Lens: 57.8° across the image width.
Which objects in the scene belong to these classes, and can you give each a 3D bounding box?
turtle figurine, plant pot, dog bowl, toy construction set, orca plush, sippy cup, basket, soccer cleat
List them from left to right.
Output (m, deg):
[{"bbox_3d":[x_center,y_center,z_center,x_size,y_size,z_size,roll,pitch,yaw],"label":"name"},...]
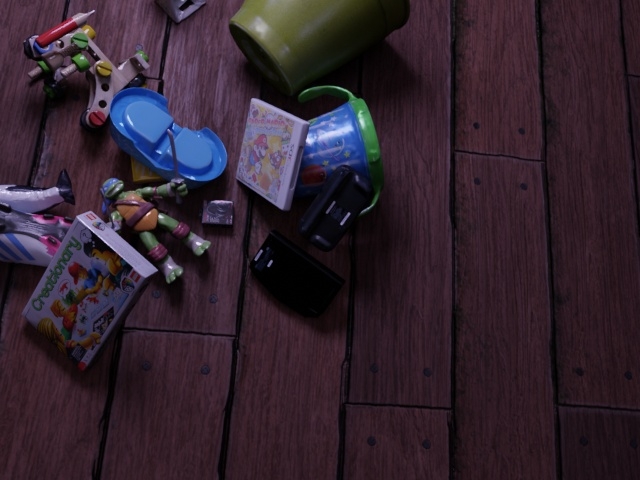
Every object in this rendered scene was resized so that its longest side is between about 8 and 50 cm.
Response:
[{"bbox_3d":[-0.723,-0.112,1.340,0.287,0.151,0.102,-23,45,-3],"label":"orca plush"},{"bbox_3d":[-0.650,0.004,1.324,0.331,0.143,0.116,22,46,-24],"label":"soccer cleat"},{"bbox_3d":[-0.531,-0.433,1.365,0.237,0.309,0.257,-43,92,-21],"label":"toy construction set"},{"bbox_3d":[-0.375,-0.045,1.303,0.266,0.274,0.198,49,37,-16],"label":"turtle figurine"},{"bbox_3d":[-0.371,-0.237,1.396,0.297,0.074,0.166,35,50,-14],"label":"dog bowl"},{"bbox_3d":[-0.379,-0.679,1.512,0.103,0.167,0.113,44,73,10],"label":"basket"},{"bbox_3d":[-0.029,-0.568,1.463,0.353,0.366,0.366,-45,85,-4],"label":"plant pot"},{"bbox_3d":[0.019,-0.208,1.421,0.223,0.240,0.306,-14,46,-1],"label":"sippy cup"}]

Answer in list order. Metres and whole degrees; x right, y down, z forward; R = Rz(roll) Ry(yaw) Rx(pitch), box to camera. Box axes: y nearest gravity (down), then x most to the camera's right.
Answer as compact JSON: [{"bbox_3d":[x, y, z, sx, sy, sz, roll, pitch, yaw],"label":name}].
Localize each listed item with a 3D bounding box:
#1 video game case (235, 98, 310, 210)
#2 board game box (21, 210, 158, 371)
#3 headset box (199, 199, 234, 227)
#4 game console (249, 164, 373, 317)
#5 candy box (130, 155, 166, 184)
[{"bbox_3d":[-0.119,-0.206,1.362,0.026,0.227,0.207,-1,115,-38],"label":"video game case"},{"bbox_3d":[-0.499,0.114,1.243,0.193,0.053,0.305,40,113,4],"label":"board game box"},{"bbox_3d":[-0.256,-0.066,1.430,0.083,0.032,0.062,4,74,-9],"label":"headset box"},{"bbox_3d":[0.000,0.000,1.351,0.213,0.044,0.361,36,107,2],"label":"game console"},{"bbox_3d":[-0.427,-0.245,1.457,0.105,0.027,0.206,-9,76,-8],"label":"candy box"}]
